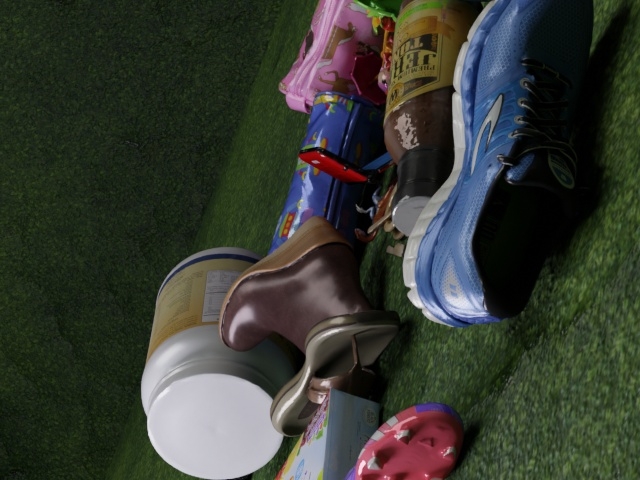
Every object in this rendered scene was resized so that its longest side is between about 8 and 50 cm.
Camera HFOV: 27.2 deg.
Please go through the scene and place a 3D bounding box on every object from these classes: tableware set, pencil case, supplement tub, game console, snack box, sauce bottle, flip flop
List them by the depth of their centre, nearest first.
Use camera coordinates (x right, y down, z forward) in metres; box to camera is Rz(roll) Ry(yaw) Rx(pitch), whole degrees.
[{"bbox_3d":[0.129,-0.152,1.494,0.111,0.111,0.344,120,163,-46],"label":"sauce bottle"},{"bbox_3d":[-0.003,0.300,1.497,0.174,0.070,0.207,-83,15,-47],"label":"snack box"},{"bbox_3d":[0.020,0.167,1.554,0.277,0.112,0.080,-57,44,44],"label":"flip flop"},{"bbox_3d":[0.106,-0.042,1.602,0.194,0.039,0.128,-164,93,-79],"label":"tableware set"},{"bbox_3d":[0.051,-0.120,1.745,0.085,0.124,0.144,-63,11,-4],"label":"game console"},{"bbox_3d":[0.012,-0.064,1.879,0.133,0.119,0.306,148,140,-65],"label":"pencil case"},{"bbox_3d":[-0.146,0.180,1.968,0.316,0.228,0.228,-90,22,-58],"label":"supplement tub"},{"bbox_3d":[0.066,-0.369,1.997,0.160,0.167,0.386,-115,42,-67],"label":"pencil case"}]

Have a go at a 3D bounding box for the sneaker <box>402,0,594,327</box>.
[{"bbox_3d":[0.185,-0.077,1.147,0.147,0.130,0.330,9,84,64],"label":"sneaker"}]

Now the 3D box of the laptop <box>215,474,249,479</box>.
[{"bbox_3d":[-0.212,0.419,2.132,0.264,0.137,0.234,-88,20,-55],"label":"laptop"}]

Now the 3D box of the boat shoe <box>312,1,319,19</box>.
[{"bbox_3d":[0.087,-0.470,2.224,0.130,0.132,0.355,-138,58,-67],"label":"boat shoe"}]

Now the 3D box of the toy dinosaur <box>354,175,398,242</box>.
[{"bbox_3d":[0.073,-0.040,1.736,0.090,0.047,0.082,135,150,-63],"label":"toy dinosaur"}]

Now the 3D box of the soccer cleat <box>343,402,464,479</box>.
[{"bbox_3d":[0.069,0.218,1.276,0.095,0.083,0.248,-77,9,-46],"label":"soccer cleat"}]

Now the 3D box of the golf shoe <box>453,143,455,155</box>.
[{"bbox_3d":[0.192,-0.159,1.329,0.198,0.077,0.094,-64,1,2],"label":"golf shoe"}]

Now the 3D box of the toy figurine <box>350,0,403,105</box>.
[{"bbox_3d":[0.103,-0.264,1.882,0.173,0.130,0.159,51,139,48],"label":"toy figurine"}]

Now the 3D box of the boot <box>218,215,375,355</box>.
[{"bbox_3d":[-0.034,0.109,1.709,0.248,0.090,0.207,-50,41,25],"label":"boot"}]
